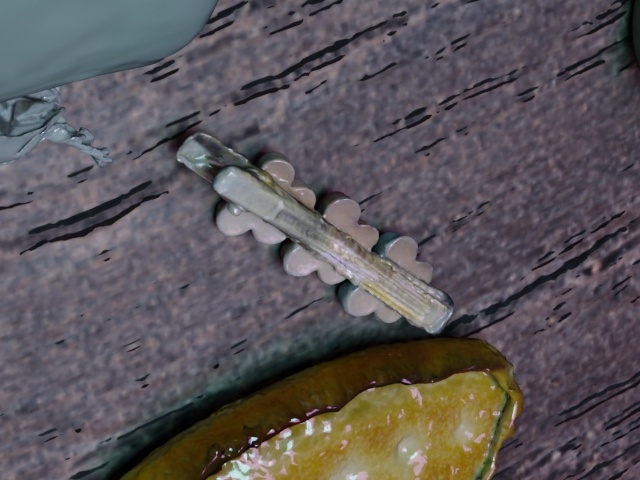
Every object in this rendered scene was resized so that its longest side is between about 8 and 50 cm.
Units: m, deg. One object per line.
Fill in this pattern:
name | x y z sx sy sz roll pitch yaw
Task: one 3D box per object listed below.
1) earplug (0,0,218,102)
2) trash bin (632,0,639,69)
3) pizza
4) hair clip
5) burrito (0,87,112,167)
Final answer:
earplug | -0.254 -0.156 0.507 0.394 0.313 0.312 -20 118 -28
trash bin | 0.361 -0.149 1.041 0.250 0.220 0.219 8 106 -39
pizza | 0.031 0.171 1.047 0.251 0.074 0.287 -39 126 -8
hair clip | -0.003 -0.004 0.978 0.062 0.056 0.214 -48 134 10
burrito | -0.276 -0.128 0.741 0.445 0.101 0.139 20 87 -32
